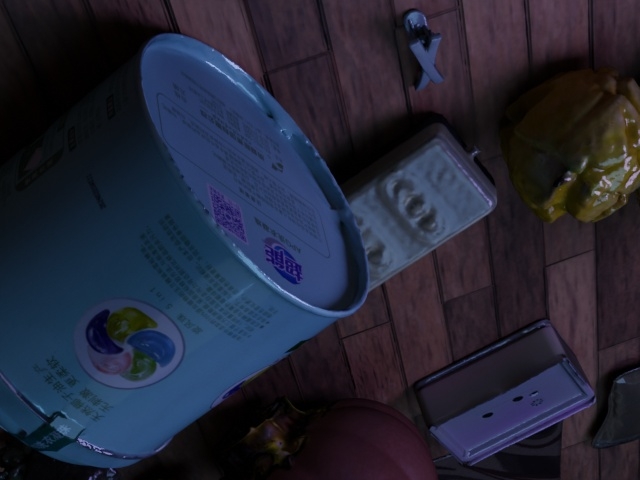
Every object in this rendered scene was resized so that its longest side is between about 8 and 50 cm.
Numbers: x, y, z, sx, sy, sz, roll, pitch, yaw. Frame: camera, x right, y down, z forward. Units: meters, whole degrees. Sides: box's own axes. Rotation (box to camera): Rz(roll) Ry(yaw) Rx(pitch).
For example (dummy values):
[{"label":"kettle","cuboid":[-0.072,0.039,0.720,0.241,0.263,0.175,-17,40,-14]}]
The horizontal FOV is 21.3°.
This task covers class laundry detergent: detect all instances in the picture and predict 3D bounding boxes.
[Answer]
[{"label":"laundry detergent","cuboid":[-0.163,0.024,1.463,0.305,0.287,0.287,-37,144,22]}]

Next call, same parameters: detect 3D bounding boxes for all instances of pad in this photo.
[{"label":"pad","cuboid":[0.241,0.360,2.423,0.220,0.004,0.330,-18,147,-5]}]

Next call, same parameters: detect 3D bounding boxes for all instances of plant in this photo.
[{"label":"plant","cuboid":[-0.292,0.255,1.867,0.094,0.143,0.092,4,103,-54]}]

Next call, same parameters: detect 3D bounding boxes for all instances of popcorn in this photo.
[{"label":"popcorn","cuboid":[0.252,-0.091,1.666,0.167,0.148,0.152,-25,180,39]}]

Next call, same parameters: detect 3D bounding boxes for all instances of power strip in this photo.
[{"label":"power strip","cuboid":[0.052,-0.019,1.686,0.257,0.070,0.105,-35,114,18]}]

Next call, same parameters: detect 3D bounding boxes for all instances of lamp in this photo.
[{"label":"lamp","cuboid":[-0.013,0.301,1.988,0.305,0.239,0.305,-36,-172,6]}]

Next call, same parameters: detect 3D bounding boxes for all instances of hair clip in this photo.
[{"label":"hair clip","cuboid":[0.096,-0.172,1.565,0.030,0.039,0.115,-12,158,2]}]

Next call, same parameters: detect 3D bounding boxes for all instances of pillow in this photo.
[{"label":"pillow","cuboid":[0.437,0.220,2.304,0.130,0.033,0.217,-13,146,-10]}]

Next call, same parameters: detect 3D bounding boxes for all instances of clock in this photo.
[{"label":"clock","cuboid":[0.229,0.191,2.113,0.192,0.071,0.147,-28,146,11]}]

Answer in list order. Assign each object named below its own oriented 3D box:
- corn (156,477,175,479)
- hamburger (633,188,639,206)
[{"label":"corn","cuboid":[-0.189,0.363,2.125,0.080,0.080,0.238,-15,149,-10]},{"label":"hamburger","cuboid":[0.482,-0.072,1.714,0.330,0.250,0.330,-13,150,-8]}]
